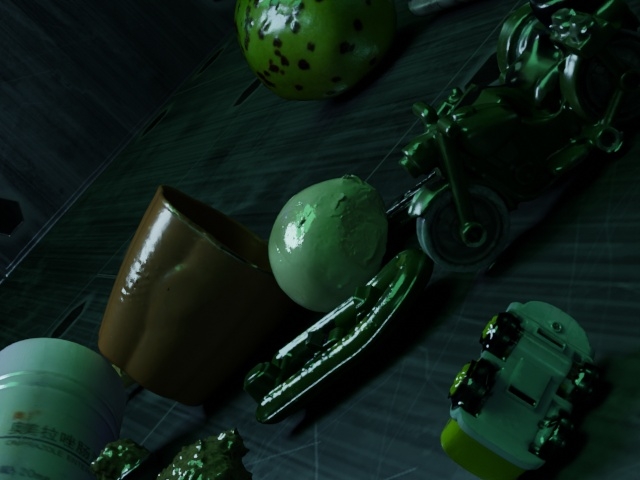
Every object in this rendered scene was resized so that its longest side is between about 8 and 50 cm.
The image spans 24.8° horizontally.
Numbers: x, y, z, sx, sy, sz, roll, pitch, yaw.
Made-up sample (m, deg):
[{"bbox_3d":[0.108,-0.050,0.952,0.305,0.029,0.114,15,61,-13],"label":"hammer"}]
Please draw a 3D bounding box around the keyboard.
[{"bbox_3d":[0.125,-0.058,1.366,0.250,0.017,0.087,-36,17,33],"label":"keyboard"}]

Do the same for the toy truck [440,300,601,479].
[{"bbox_3d":[0.118,0.093,0.885,0.111,0.076,0.077,-55,-3,-35],"label":"toy truck"}]

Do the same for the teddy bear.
[{"bbox_3d":[-0.129,0.238,1.082,0.251,0.182,0.129,-41,-21,24],"label":"teddy bear"}]

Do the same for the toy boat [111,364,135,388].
[{"bbox_3d":[-0.207,0.128,1.744,0.149,0.047,0.049,-50,1,-26],"label":"toy boat"}]

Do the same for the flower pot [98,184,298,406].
[{"bbox_3d":[-0.128,0.064,1.470,0.173,0.191,0.190,-58,13,8],"label":"flower pot"}]

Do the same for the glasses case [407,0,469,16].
[{"bbox_3d":[0.205,-0.351,1.845,0.114,0.060,0.299,-50,15,-13],"label":"glasses case"}]

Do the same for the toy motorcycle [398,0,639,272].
[{"bbox_3d":[0.158,-0.112,1.186,0.275,0.127,0.205,-43,21,1],"label":"toy motorcycle"}]

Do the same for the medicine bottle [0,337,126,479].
[{"bbox_3d":[-0.274,0.227,1.372,0.152,0.152,0.254,-38,27,29],"label":"medicine bottle"}]

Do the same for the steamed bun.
[{"bbox_3d":[0.000,0.000,1.368,0.112,0.091,0.130,-23,47,52],"label":"steamed bun"}]

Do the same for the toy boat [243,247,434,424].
[{"bbox_3d":[0.019,0.079,1.221,0.210,0.052,0.104,-40,13,26],"label":"toy boat"}]

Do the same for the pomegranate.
[{"bbox_3d":[-0.026,-0.335,2.020,0.231,0.286,0.231,-26,4,2],"label":"pomegranate"}]
